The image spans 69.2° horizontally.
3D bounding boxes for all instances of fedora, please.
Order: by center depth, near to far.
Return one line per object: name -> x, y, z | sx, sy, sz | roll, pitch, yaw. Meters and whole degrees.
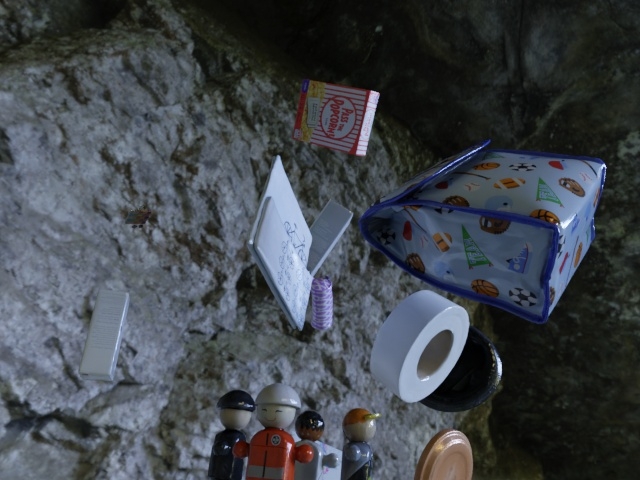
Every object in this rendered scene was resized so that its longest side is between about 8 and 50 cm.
fedora -> 0.436, 0.442, 1.581 | 0.335, 0.333, 0.152 | 9, -34, 13

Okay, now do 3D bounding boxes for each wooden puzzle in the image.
wooden puzzle -> -0.440, -0.057, 1.118 | 0.049, 0.006, 0.083 | 0, -37, -45

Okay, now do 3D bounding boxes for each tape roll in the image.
tape roll -> 0.263, 0.274, 1.213 | 0.100, 0.286, 0.286 | 29, -35, 43

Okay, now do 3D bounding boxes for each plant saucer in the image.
plant saucer -> 0.119, 0.221, 0.436 | 0.013, 0.083, 0.083 | 4, -44, 51

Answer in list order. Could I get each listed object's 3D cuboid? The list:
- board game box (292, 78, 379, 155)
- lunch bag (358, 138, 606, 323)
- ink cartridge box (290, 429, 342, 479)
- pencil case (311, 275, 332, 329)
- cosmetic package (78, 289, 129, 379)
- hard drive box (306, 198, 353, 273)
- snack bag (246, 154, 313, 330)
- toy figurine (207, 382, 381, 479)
board game box -> 0.032, -0.294, 1.103 | 0.194, 0.045, 0.146 | 21, -73, 31
lunch bag -> 0.317, -0.058, 0.941 | 0.386, 0.328, 0.238 | 17, -54, 38
ink cartridge box -> -0.009, 0.483, 0.901 | 0.176, 0.127, 0.128 | 20, -84, 6
pencil case -> -0.001, 0.233, 1.707 | 0.088, 0.086, 0.205 | 17, -56, 29
cosmetic package -> -0.592, 0.262, 1.280 | 0.086, 0.230, 0.117 | 8, -26, -17
hard drive box -> 0.000, 0.000, 1.502 | 0.089, 0.232, 0.181 | 35, -10, 4
snack bag -> -0.082, 0.003, 1.186 | 0.037, 0.342, 0.322 | -9, -48, 16
toy figurine -> -0.040, 0.291, 0.657 | 0.210, 0.148, 0.213 | 19, -31, -26
